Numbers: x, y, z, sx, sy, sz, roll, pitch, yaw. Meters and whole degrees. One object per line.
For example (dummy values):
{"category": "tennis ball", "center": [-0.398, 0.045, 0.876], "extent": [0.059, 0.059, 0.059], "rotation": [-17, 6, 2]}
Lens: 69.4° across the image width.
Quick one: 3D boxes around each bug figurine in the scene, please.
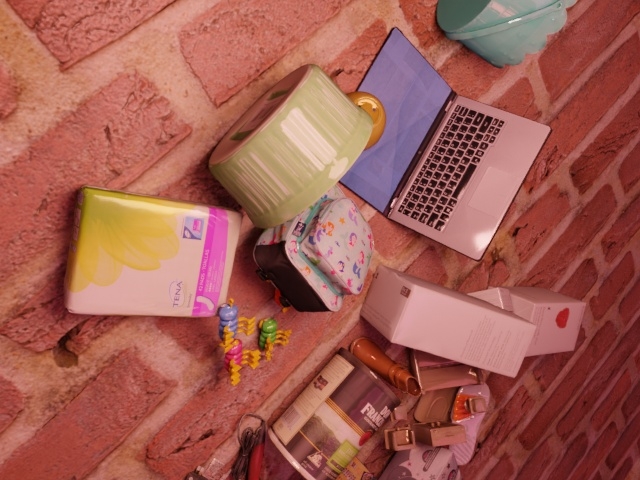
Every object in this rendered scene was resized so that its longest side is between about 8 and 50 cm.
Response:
{"category": "bug figurine", "center": [-0.141, 0.182, 1.009], "extent": [0.279, 0.072, 0.216], "rotation": [-27, 133, -55]}

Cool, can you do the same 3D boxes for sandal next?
{"category": "sandal", "center": [0.452, 0.566, 1.465], "extent": [0.102, 0.076, 0.265], "rotation": [19, 83, 2]}

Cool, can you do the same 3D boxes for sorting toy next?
{"category": "sorting toy", "center": [0.438, 0.452, 1.501], "extent": [0.229, 0.041, 0.307], "rotation": [21, 92, -29]}

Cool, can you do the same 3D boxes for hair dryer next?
{"category": "hair dryer", "center": [-0.163, 0.589, 1.143], "extent": [0.223, 0.080, 0.293], "rotation": [-43, 121, -15]}

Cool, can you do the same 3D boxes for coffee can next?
{"category": "coffee can", "center": [0.034, 0.436, 1.148], "extent": [0.275, 0.201, 0.201], "rotation": [-46, 122, -12]}

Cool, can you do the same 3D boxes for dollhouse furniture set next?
{"category": "dollhouse furniture set", "center": [0.308, 0.419, 1.397], "extent": [0.303, 0.174, 0.355], "rotation": [-3, 73, -12]}

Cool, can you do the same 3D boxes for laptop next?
{"category": "laptop", "center": [0.279, -0.224, 1.100], "extent": [0.382, 0.408, 0.236], "rotation": [-60, 158, -3]}

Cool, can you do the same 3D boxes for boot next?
{"category": "boot", "center": [0.179, 0.338, 1.236], "extent": [0.197, 0.152, 0.073], "rotation": [39, 82, -33]}

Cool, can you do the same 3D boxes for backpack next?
{"category": "backpack", "center": [0.000, 0.000, 0.992], "extent": [0.225, 0.191, 0.253], "rotation": [53, 39, -32]}

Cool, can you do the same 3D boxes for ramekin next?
{"category": "ramekin", "center": [-0.066, -0.182, 0.862], "extent": [0.148, 0.303, 0.303], "rotation": [45, 79, -24]}

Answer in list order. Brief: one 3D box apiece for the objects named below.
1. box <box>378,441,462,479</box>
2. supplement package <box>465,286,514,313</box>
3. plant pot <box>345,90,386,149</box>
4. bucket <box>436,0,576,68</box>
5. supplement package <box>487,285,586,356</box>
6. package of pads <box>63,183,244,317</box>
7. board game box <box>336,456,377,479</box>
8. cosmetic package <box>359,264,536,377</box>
{"category": "box", "center": [0.286, 0.733, 1.375], "extent": [0.247, 0.163, 0.142], "rotation": [-43, 123, -32]}
{"category": "supplement package", "center": [0.522, 0.241, 1.391], "extent": [0.105, 0.105, 0.179], "rotation": [13, 65, -51]}
{"category": "plant pot", "center": [0.089, -0.270, 1.017], "extent": [0.134, 0.095, 0.134], "rotation": [0, 93, -9]}
{"category": "bucket", "center": [0.416, -0.560, 1.066], "extent": [0.183, 0.281, 0.281], "rotation": [15, 95, -25]}
{"category": "supplement package", "center": [0.693, 0.257, 1.515], "extent": [0.293, 0.175, 0.177], "rotation": [3, 101, -33]}
{"category": "package of pads", "center": [-0.313, 0.031, 0.882], "extent": [0.296, 0.101, 0.229], "rotation": [8, 98, -32]}
{"category": "board game box", "center": [0.085, 0.738, 1.358], "extent": [0.165, 0.042, 0.243], "rotation": [-42, 121, -15]}
{"category": "cosmetic package", "center": [0.324, 0.205, 1.202], "extent": [0.385, 0.217, 0.156], "rotation": [18, 95, -17]}
